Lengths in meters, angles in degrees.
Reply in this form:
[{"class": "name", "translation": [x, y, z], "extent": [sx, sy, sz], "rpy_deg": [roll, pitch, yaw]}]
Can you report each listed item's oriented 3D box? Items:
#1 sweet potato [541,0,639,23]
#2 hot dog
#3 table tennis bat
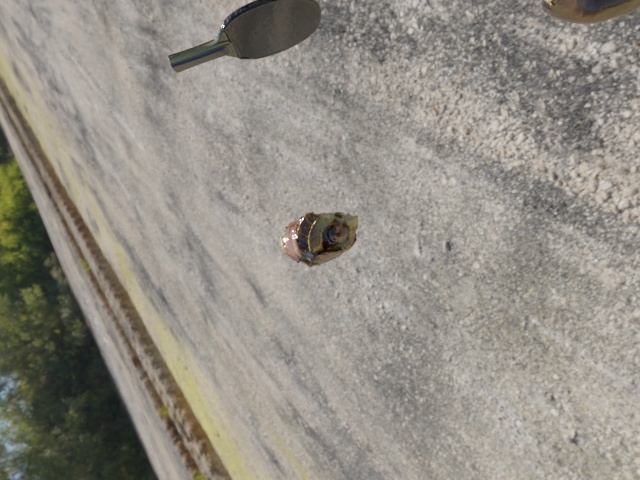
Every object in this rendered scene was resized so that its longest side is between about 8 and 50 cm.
[{"class": "sweet potato", "translation": [0.274, -0.221, 0.396], "extent": [0.055, 0.203, 0.058], "rpy_deg": [-63, -44, -78]}, {"class": "hot dog", "translation": [0.000, 0.000, 1.013], "extent": [0.213, 0.146, 0.102], "rpy_deg": [150, 119, -73]}, {"class": "table tennis bat", "translation": [-0.074, -0.201, 0.495], "extent": [0.095, 0.158, 0.014], "rpy_deg": [33, -141, -84]}]
